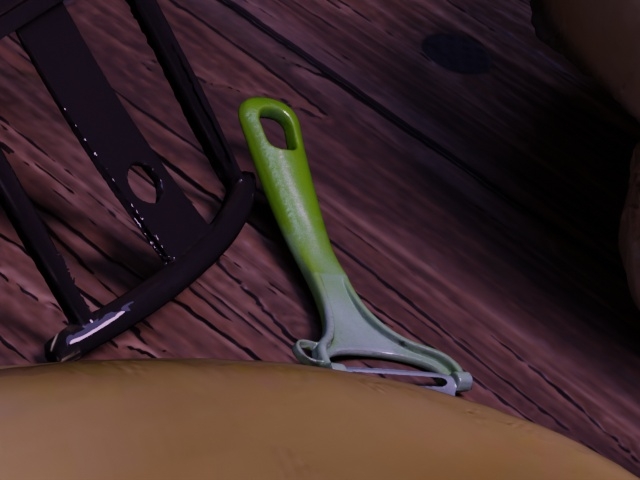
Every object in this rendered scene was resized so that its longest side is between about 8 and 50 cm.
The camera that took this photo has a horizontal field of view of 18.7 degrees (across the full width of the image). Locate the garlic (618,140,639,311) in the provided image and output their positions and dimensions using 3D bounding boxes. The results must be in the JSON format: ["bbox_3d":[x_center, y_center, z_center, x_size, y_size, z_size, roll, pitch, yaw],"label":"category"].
[{"bbox_3d":[0.163,0.004,0.811,0.094,0.074,0.113,13,41,-20],"label":"garlic"}]

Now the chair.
[{"bbox_3d":[-0.153,-0.085,0.759,0.260,0.141,0.154,62,37,-14],"label":"chair"}]

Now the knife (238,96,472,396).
[{"bbox_3d":[-0.001,0.002,0.782,0.078,0.022,0.166,11,38,-38],"label":"knife"}]

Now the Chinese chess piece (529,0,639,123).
[{"bbox_3d":[0.254,-0.084,0.839,0.338,0.140,0.338,27,21,-11],"label":"Chinese chess piece"}]

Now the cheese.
[{"bbox_3d":[-0.007,0.123,0.537,0.316,0.128,0.259,0,37,-25],"label":"cheese"}]
